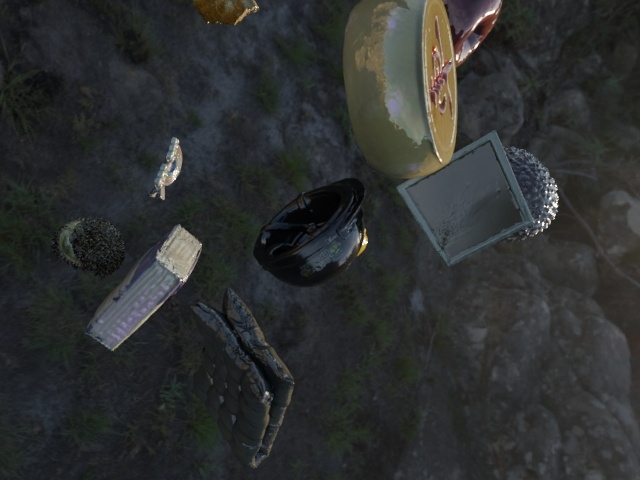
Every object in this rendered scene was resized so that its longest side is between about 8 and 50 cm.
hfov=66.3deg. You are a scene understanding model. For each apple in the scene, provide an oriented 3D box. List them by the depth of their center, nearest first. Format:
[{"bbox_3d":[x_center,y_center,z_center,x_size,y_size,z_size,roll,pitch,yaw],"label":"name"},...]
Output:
[{"bbox_3d":[0.333,-0.615,1.314,0.235,0.306,0.305,45,40,14],"label":"apple"}]

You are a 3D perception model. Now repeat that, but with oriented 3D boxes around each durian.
[{"bbox_3d":[-0.647,0.028,1.378,0.167,0.196,0.196,-39,108,-39],"label":"durian"}]

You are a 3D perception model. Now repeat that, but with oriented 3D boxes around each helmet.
[{"bbox_3d":[0.000,0.000,1.072,0.160,0.278,0.230,58,5,-27],"label":"helmet"}]

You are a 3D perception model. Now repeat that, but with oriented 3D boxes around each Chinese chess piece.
[{"bbox_3d":[0.119,-0.210,0.665,0.250,0.097,0.251,3,87,-63],"label":"Chinese chess piece"}]

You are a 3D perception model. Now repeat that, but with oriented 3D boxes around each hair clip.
[{"bbox_3d":[-0.544,-0.249,1.735,0.140,0.054,0.220,69,42,-82],"label":"hair clip"}]

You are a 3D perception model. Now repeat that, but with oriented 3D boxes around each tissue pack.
[{"bbox_3d":[-0.512,0.134,1.427,0.125,0.343,0.242,43,18,-19],"label":"tissue pack"}]

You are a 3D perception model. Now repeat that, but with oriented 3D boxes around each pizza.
[{"bbox_3d":[-0.303,-0.728,1.487,0.056,0.271,0.135,-40,138,-50],"label":"pizza"}]

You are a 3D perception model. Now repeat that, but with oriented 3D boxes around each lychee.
[{"bbox_3d":[0.549,-0.138,1.445,0.300,0.300,0.300,16,67,-44],"label":"lychee"}]

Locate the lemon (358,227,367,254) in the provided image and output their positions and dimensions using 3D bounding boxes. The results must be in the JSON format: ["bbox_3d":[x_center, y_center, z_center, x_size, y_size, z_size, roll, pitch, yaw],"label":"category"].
[{"bbox_3d":[0.072,0.008,1.481,0.114,0.155,0.114,53,2,-3],"label":"lemon"}]

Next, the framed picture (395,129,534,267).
[{"bbox_3d":[0.329,-0.082,1.099,0.296,0.232,0.019,50,18,-36],"label":"framed picture"}]

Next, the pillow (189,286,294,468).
[{"bbox_3d":[-0.157,0.271,0.933,0.101,0.326,0.228,-22,55,-31],"label":"pillow"}]
